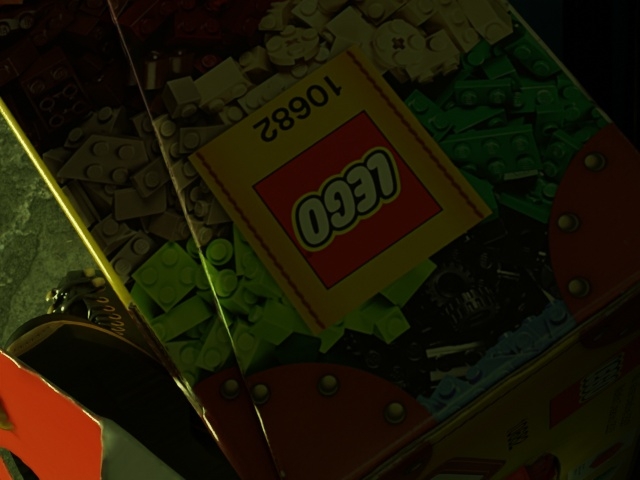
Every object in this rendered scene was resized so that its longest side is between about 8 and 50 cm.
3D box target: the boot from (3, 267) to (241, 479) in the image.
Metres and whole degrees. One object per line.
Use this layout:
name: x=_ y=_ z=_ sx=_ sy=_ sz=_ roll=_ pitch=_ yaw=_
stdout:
boot: x=-0.110 y=0.051 z=0.643 sx=0.137 sy=0.077 sz=0.198 roll=59 pitch=177 yaw=31

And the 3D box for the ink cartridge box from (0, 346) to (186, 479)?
ink cartridge box: x=-0.031 y=0.207 z=0.480 sx=0.091 sy=0.385 sz=0.308 roll=-41 pitch=-37 yaw=-27

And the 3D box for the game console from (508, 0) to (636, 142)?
game console: x=0.086 y=-0.170 z=0.766 sx=0.250 sy=0.173 sz=0.293 roll=-58 pitch=-34 yaw=-65

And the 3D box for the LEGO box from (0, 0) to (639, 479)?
LEGO box: x=0.000 y=0.000 z=0.782 sx=0.372 sy=0.193 sz=0.500 roll=54 pitch=175 yaw=21
